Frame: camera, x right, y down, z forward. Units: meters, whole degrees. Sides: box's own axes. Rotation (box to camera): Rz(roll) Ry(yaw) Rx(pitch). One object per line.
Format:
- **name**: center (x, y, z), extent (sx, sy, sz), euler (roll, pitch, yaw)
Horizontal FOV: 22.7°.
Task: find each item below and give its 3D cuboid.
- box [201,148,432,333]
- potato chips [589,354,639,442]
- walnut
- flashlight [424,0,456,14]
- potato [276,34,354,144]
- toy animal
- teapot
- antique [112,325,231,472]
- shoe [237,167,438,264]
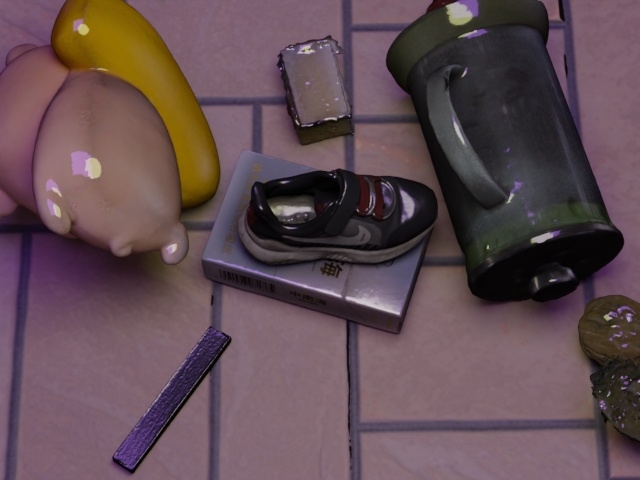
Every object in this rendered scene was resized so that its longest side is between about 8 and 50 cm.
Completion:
- **box**: center (0.000, 0.000, 1.856), extent (0.243, 0.067, 0.155), euler (15, 69, 8)
- **potato chips**: center (0.396, 0.141, 1.763), extent (0.220, 0.029, 0.202), euler (-32, 97, -24)
- **walnut**: center (0.336, 0.103, 1.802), extent (0.092, 0.092, 0.092), euler (0, 66, 1)
- **flashlight**: center (0.230, -0.327, 1.991), extent (0.093, 0.093, 0.232), euler (39, 68, 16)
- **potato**: center (-0.004, -0.182, 1.941), extent (0.086, 0.061, 0.122), euler (-11, 65, -4)
- **toy animal**: center (-0.269, -0.089, 1.834), extent (0.247, 0.277, 0.345), euler (-22, 53, 22)
- **teapot**: center (0.202, -0.098, 1.801), extent (0.200, 0.270, 0.337), euler (-26, 67, 23)
- **antique**: center (-0.168, 0.179, 1.808), extent (0.031, 0.015, 0.192), euler (31, 70, 15)
- **shoe**: center (0.017, -0.034, 1.772), extent (0.227, 0.112, 0.099), euler (-7, 67, 2)
